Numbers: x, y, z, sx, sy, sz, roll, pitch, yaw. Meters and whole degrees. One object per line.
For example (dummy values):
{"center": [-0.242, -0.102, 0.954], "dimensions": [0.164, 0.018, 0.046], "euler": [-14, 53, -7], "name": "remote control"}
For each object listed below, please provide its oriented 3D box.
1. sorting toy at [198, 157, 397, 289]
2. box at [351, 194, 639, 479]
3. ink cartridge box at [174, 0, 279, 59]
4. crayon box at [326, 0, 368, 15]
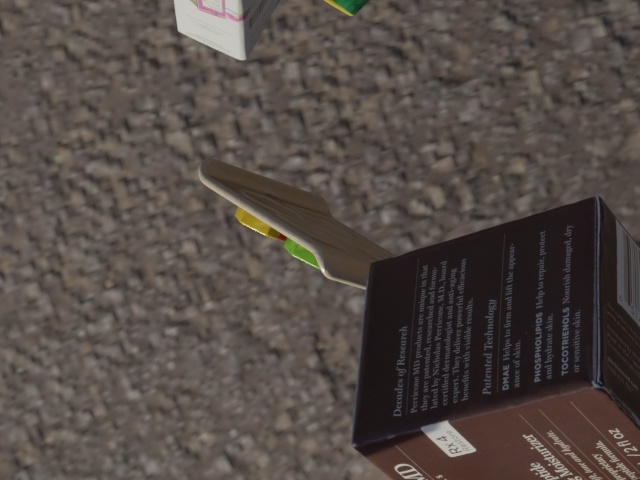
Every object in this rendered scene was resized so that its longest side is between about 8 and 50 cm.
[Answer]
{"center": [0.000, 0.000, 1.654], "dimensions": [0.208, 0.193, 0.038], "euler": [38, 104, 41], "name": "sorting toy"}
{"center": [0.156, 0.100, 1.293], "dimensions": [0.203, 0.168, 0.167], "euler": [-18, 47, 30], "name": "box"}
{"center": [-0.050, -0.181, 1.055], "dimensions": [0.052, 0.122, 0.089], "euler": [25, 71, 7], "name": "ink cartridge box"}
{"center": [-0.054, -0.187, 0.593], "dimensions": [0.081, 0.278, 0.165], "euler": [-43, 74, 11], "name": "crayon box"}
